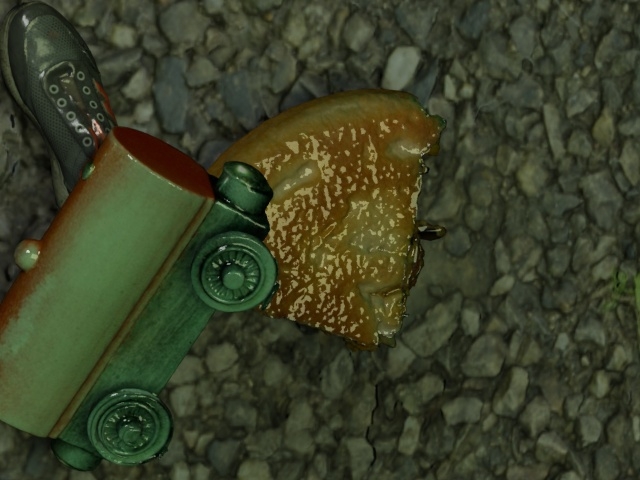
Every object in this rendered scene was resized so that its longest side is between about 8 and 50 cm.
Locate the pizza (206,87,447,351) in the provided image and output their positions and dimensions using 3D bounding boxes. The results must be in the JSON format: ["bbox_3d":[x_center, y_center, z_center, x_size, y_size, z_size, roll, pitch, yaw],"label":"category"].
[{"bbox_3d":[0.000,0.000,1.656,0.289,0.081,0.229,-38,105,-19],"label":"pizza"}]

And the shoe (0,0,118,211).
[{"bbox_3d":[-0.188,-0.096,1.532,0.074,0.077,0.194,-26,109,-26],"label":"shoe"}]

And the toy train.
[{"bbox_3d":[-0.156,0.046,1.500,0.177,0.116,0.285,28,109,-21],"label":"toy train"}]
